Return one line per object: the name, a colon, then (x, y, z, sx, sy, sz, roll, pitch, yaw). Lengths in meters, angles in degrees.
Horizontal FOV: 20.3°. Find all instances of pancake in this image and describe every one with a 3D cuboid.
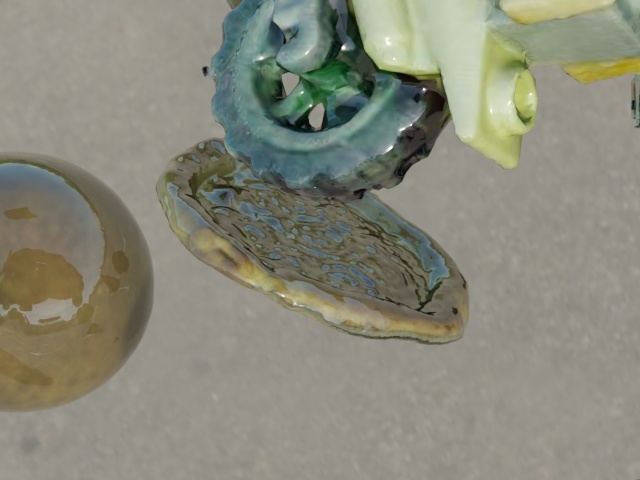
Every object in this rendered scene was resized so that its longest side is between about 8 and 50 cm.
pancake: (0.000, 0.001, 1.255, 0.250, 0.250, 0.031, 47, 120, 42)

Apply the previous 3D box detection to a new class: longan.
longan: (-0.280, 0.040, 1.644, 0.258, 0.258, 0.258, -12, 49, 14)

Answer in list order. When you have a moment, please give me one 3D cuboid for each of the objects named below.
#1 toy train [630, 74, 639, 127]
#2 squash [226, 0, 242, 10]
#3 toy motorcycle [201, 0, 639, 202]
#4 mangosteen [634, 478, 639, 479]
toy train: (0.337, -0.154, 1.708, 0.072, 0.188, 0.099, 3, 95, 5)
squash: (0.028, -0.185, 1.090, 0.193, 0.156, 0.193, -11, 38, 9)
toy motorcycle: (0.064, -0.219, 0.823, 0.237, 0.169, 0.410, -3, 75, 33)
mangosteen: (0.307, 0.273, 1.230, 0.300, 0.300, 0.300, -12, 49, 14)
